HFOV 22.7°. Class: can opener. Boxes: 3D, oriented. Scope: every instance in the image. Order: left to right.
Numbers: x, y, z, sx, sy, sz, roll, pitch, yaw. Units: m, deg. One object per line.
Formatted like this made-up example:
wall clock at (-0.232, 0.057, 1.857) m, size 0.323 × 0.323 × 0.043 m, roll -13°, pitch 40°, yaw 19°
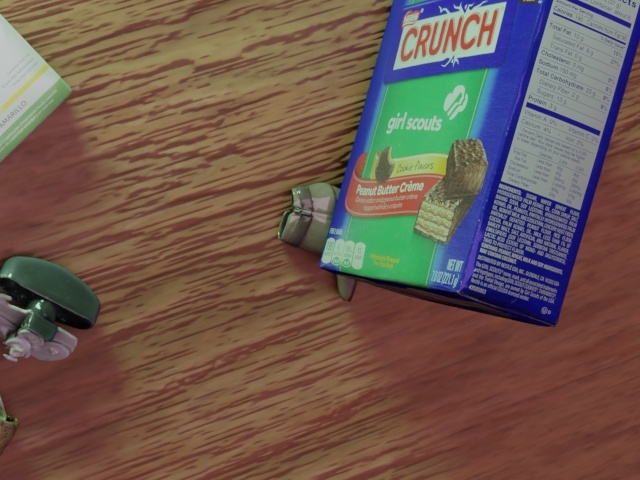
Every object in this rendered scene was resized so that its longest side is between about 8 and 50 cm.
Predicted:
can opener at (-0.339, 0.029, 1.471) m, size 0.280 × 0.074 × 0.093 m, roll 31°, pitch 54°, yaw -26°

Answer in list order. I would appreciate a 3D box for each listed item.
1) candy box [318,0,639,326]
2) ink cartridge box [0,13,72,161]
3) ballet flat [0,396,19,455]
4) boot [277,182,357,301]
candy box at (0.146, -0.099, 1.496) m, size 0.122 × 0.268 × 0.317 m, roll 19°, pitch 85°, yaw -28°
ink cartridge box at (-0.364, -0.161, 1.419) m, size 0.171 × 0.056 × 0.235 m, roll -45°, pitch 115°, yaw -7°
ballet flat at (-0.352, 0.121, 1.481) m, size 0.067 × 0.073 × 0.206 m, roll -42°, pitch 122°, yaw -17°
boot at (0.000, 0.000, 1.609) m, size 0.087 × 0.042 × 0.118 m, roll 7°, pitch 98°, yaw -16°
